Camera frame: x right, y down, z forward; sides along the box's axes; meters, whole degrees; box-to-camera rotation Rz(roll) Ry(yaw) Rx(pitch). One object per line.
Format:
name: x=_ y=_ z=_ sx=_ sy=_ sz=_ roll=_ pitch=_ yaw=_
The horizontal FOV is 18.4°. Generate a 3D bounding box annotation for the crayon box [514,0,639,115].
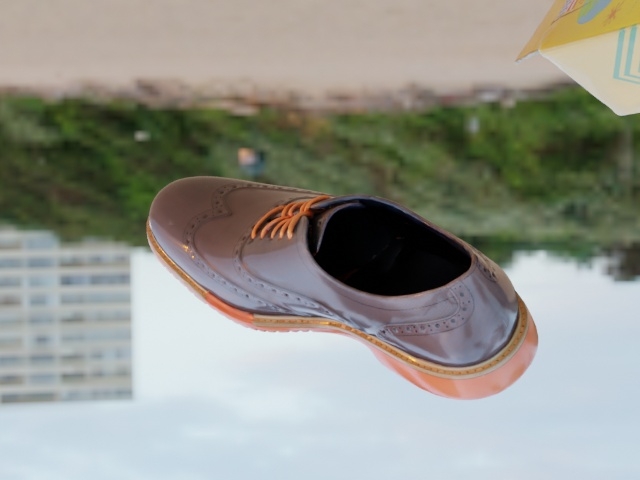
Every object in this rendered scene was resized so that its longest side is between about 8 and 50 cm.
crayon box: x=0.260 y=-0.188 z=1.253 sx=0.081 sy=0.202 sz=0.318 roll=36 pitch=169 yaw=-14

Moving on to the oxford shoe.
oxford shoe: x=0.000 y=0.000 z=1.132 sx=0.271 sy=0.097 sz=0.098 roll=17 pitch=150 yaw=34
